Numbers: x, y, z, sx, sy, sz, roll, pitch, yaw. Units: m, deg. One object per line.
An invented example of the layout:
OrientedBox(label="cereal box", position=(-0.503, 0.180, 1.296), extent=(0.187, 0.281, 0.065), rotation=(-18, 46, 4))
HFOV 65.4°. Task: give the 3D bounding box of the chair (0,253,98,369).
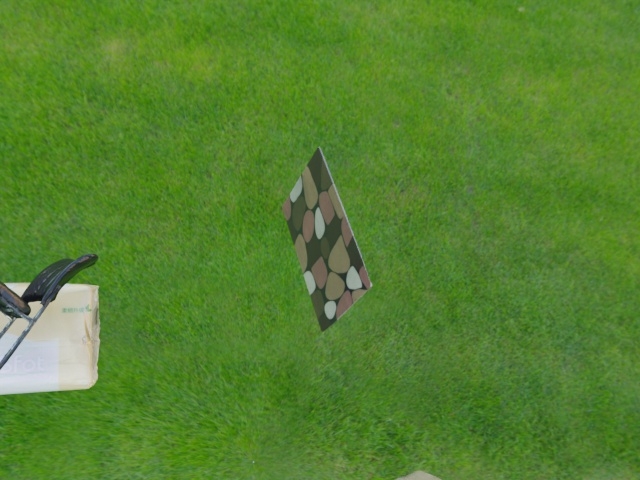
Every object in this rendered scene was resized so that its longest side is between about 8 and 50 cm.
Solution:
OrientedBox(label="chair", position=(-0.425, 0.063, 0.644), extent=(0.145, 0.140, 0.221), rotation=(53, 55, -25))

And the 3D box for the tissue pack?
OrientedBox(label="tissue pack", position=(-0.492, 0.163, 0.834), extent=(0.223, 0.090, 0.186), rotation=(2, 89, -17))

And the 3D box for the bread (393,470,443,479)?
OrientedBox(label="bread", position=(0.016, 0.139, 0.208), extent=(0.152, 0.077, 0.105), rotation=(45, 68, -35))

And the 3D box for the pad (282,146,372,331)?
OrientedBox(label="pad", position=(0.000, 0.000, 0.733), extent=(0.003, 0.158, 0.234), rotation=(-2, 59, -30))
